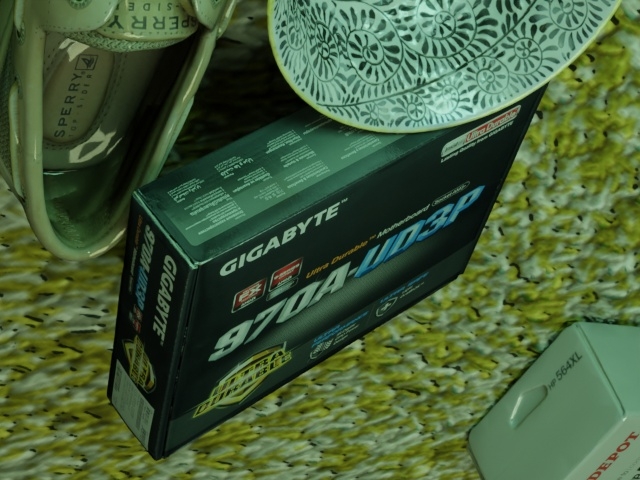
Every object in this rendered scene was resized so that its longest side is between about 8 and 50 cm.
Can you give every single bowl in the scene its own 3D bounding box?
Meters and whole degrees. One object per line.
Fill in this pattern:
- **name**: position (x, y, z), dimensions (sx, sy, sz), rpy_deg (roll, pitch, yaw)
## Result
- **bowl**: position (0.047, -0.135, 0.676), dimensions (0.170, 0.080, 0.170), rpy_deg (-14, 138, -12)

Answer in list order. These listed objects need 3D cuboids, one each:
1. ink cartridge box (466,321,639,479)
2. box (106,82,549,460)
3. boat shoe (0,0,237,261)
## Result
- **ink cartridge box**: position (0.230, 0.139, 1.110), dimensions (0.203, 0.086, 0.148), rpy_deg (5, 135, -33)
- **box**: position (0.000, 0.000, 0.775), dimensions (0.220, 0.051, 0.175), rpy_deg (-29, 155, -30)
- **boat shoe**: position (-0.073, -0.116, 0.624), dimensions (0.109, 0.098, 0.302), rpy_deg (0, 138, -27)
